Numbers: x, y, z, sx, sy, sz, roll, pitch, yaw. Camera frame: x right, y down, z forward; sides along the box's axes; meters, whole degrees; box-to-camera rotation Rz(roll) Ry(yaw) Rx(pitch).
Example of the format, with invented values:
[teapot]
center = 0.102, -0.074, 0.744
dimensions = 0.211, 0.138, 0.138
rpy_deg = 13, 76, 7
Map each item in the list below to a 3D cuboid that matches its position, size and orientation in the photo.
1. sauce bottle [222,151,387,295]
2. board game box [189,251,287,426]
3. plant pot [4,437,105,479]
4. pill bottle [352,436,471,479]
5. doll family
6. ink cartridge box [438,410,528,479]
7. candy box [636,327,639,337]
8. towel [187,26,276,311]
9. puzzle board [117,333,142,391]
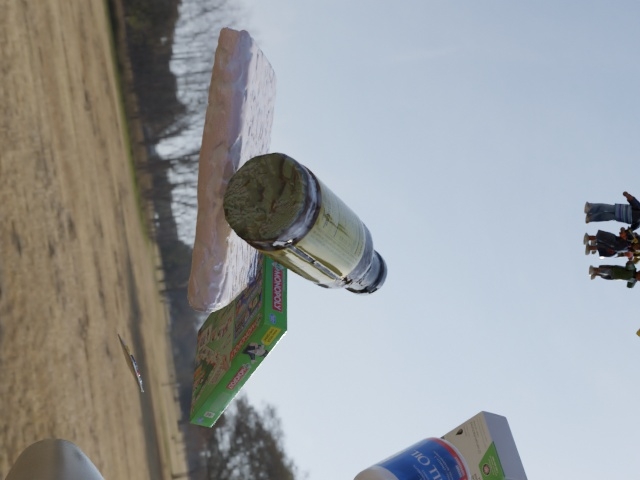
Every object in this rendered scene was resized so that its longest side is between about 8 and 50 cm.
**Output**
[sauce bottle]
center = 0.000, 0.000, 0.995
dimensions = 0.344, 0.111, 0.111
rpy_deg = 41, 33, -63
[board game box]
center = -0.148, 0.162, 1.421
dimensions = 0.317, 0.046, 0.213
rpy_deg = -53, -152, 38
[plant pot]
center = -0.474, 0.484, 1.400
dimensions = 0.274, 0.257, 0.256
rpy_deg = -131, -146, -58
[pill bottle]
center = 0.126, 0.405, 1.257
dimensions = 0.124, 0.222, 0.124
rpy_deg = 18, -66, 45
[doll family]
center = 0.475, 0.001, 1.236
dimensions = 0.193, 0.111, 0.076
rpy_deg = 54, 49, -49
[ink cartridge box]
center = 0.323, 0.496, 1.728
dimensions = 0.219, 0.093, 0.160
rpy_deg = -43, -138, 32
[candy box]
center = 0.535, 0.182, 1.072
dimensions = 0.206, 0.105, 0.027
rpy_deg = 51, -43, 35
[towel]
center = -0.113, -0.089, 1.067
dimensions = 0.317, 0.054, 0.331
rpy_deg = -55, 151, -86
[puzzle board]
center = -0.457, 0.294, 1.915
dimensions = 0.096, 0.011, 0.128
rpy_deg = 51, -26, 37
